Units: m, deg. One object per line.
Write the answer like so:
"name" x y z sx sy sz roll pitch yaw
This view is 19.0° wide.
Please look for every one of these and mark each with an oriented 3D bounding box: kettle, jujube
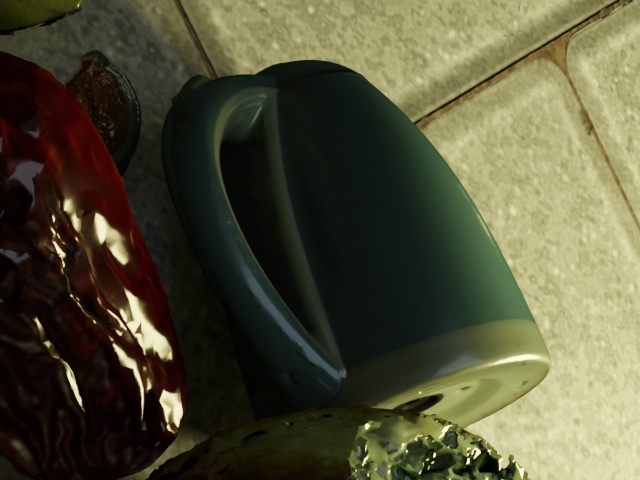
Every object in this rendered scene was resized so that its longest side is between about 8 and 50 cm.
"kettle" 0.000 0.000 1.611 0.319 0.247 0.342 4 59 -57
"jujube" -0.223 0.026 1.429 0.216 0.216 0.342 -46 114 -43

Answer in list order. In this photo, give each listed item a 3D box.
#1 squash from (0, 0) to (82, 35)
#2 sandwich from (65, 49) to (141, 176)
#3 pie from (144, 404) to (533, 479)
"squash" -0.313 -0.268 1.513 0.287 0.137 0.137 33 54 -18
"sandwich" -0.183 -0.097 1.619 0.067 0.029 0.135 19 62 -40
"pie" 0.000 0.216 1.502 0.355 0.288 0.102 18 61 -34
